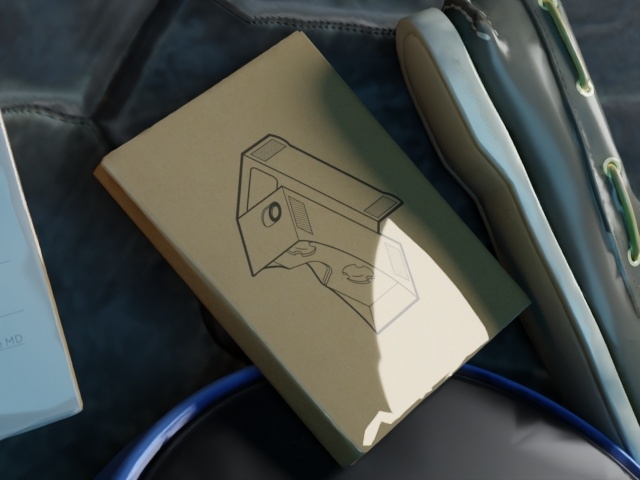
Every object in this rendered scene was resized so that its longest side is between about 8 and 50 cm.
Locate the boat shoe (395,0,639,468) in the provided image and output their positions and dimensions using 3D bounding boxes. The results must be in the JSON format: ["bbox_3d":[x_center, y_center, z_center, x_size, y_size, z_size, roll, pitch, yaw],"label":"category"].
[{"bbox_3d":[0.146,-0.004,1.060,0.091,0.109,0.305,-27,95,-12],"label":"boat shoe"}]

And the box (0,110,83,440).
[{"bbox_3d":[-0.253,-0.068,0.868,0.168,0.215,0.345,-17,96,-18],"label":"box"}]

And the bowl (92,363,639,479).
[{"bbox_3d":[0.051,0.220,0.930,0.391,0.077,0.391,13,49,-15],"label":"bowl"}]

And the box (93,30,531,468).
[{"bbox_3d":[0.000,0.000,0.996,0.201,0.021,0.164,50,50,3],"label":"box"}]
